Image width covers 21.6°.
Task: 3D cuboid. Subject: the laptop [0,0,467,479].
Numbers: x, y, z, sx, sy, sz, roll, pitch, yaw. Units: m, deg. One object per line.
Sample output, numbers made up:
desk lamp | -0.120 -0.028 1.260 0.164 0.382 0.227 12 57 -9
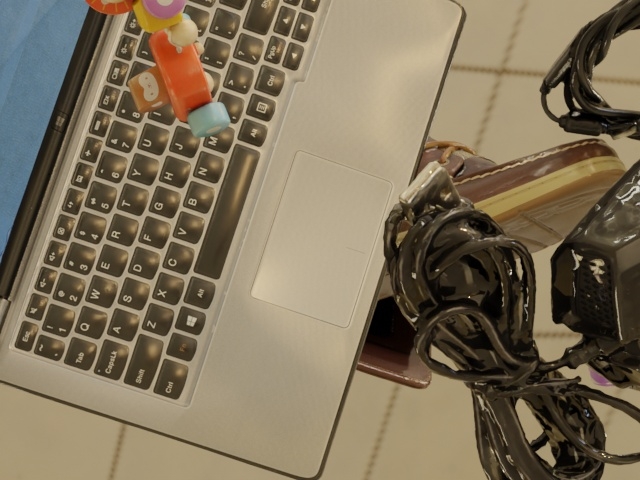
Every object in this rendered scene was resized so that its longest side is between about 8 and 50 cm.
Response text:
laptop | -0.118 -0.076 1.125 0.408 0.236 0.382 19 81 -6

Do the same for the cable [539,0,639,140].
cable | 0.255 -0.123 1.249 0.150 0.047 0.184 20 147 -9

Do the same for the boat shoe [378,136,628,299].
boat shoe | 0.089 -0.036 1.402 0.342 0.123 0.123 -21 161 32

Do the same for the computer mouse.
computer mouse | 0.166 -0.009 0.684 0.272 0.072 0.188 -25 130 6

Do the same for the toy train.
toy train | -0.092 -0.126 0.760 0.046 0.125 0.166 -21 84 -3

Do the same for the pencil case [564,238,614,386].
pencil case | 0.314 0.055 1.789 0.086 0.088 0.206 -21 103 -35

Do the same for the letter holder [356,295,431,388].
letter holder | 0.000 0.000 1.689 0.302 0.214 0.152 21 116 -6
